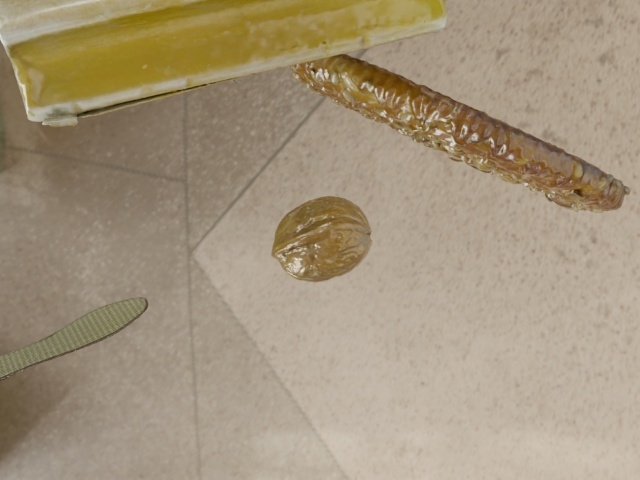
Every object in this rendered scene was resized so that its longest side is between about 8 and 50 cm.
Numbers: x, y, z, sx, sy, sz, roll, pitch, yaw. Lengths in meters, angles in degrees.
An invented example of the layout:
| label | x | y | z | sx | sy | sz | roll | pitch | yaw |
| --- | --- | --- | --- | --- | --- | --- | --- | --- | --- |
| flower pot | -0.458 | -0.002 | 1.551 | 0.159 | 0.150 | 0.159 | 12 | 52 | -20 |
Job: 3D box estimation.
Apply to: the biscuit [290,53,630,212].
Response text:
| label | x | y | z | sx | sy | sz | roll | pitch | yaw |
| --- | --- | --- | --- | --- | --- | --- | --- | --- | --- |
| biscuit | 0.109 | -0.088 | 0.818 | 0.305 | 0.305 | 0.038 | 25 | 96 | 6 |

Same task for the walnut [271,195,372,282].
| label | x | y | z | sx | sy | sz | roll | pitch | yaw |
| --- | --- | --- | --- | --- | --- | --- | --- | --- | --- |
| walnut | 0.000 | 0.000 | 1.186 | 0.124 | 0.105 | 0.105 | -13 | 115 | 9 |

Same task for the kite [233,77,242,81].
| label | x | y | z | sx | sy | sz | roll | pitch | yaw |
| --- | --- | --- | --- | --- | --- | --- | --- | --- | --- |
| kite | -0.195 | -0.357 | 1.512 | 0.013 | 0.323 | 0.268 | -30 | 93 | 19 |

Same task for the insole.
| label | x | y | z | sx | sy | sz | roll | pitch | yaw |
| --- | --- | --- | --- | --- | --- | --- | --- | --- | --- |
| insole | -0.348 | 0.134 | 1.324 | 0.253 | 0.086 | 0.005 | -24 | 119 | -12 |

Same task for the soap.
| label | x | y | z | sx | sy | sz | roll | pitch | yaw |
| --- | --- | --- | --- | --- | --- | --- | --- | --- | --- |
| soap | -0.070 | -0.180 | 0.642 | 0.274 | 0.173 | 0.089 | -15 | 138 | -9 |
